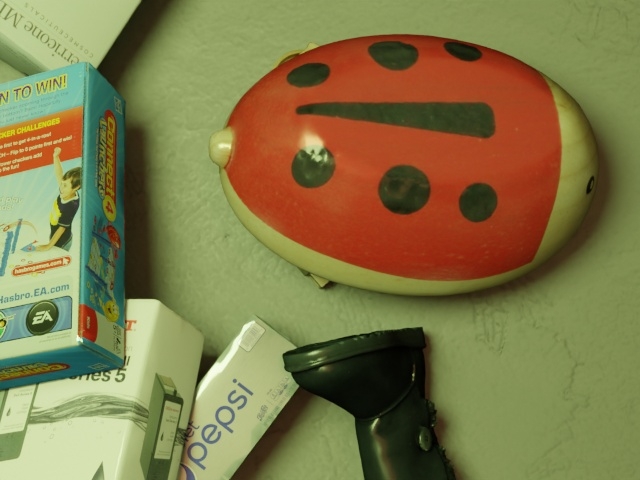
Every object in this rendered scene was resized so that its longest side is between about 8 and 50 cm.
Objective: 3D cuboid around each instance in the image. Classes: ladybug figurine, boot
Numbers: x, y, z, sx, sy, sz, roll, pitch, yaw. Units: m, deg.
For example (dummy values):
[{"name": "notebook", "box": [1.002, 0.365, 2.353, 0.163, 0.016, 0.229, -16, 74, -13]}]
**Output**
[{"name": "ladybug figurine", "box": [0.105, -0.098, 1.048, 0.449, 0.162, 0.305, -2, 71, -12]}, {"name": "boot", "box": [0.062, 0.200, 1.013, 0.094, 0.246, 0.207, -15, 81, 28]}]

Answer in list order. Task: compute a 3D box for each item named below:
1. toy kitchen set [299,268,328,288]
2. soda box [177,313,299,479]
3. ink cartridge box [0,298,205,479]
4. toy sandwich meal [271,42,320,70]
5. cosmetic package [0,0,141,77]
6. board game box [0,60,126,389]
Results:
[{"name": "toy kitchen set", "box": [0.000, 0.000, 1.104, 0.075, 0.068, 0.083, -41, 88, -8]}, {"name": "soda box", "box": [-0.126, 0.220, 1.053, 0.091, 0.098, 0.286, 37, 83, 1]}, {"name": "ink cartridge box", "box": [-0.248, 0.201, 0.970, 0.198, 0.115, 0.273, -1, 64, 22]}, {"name": "toy sandwich meal", "box": [-0.019, -0.194, 1.144, 0.085, 0.029, 0.086, 1, 83, -4]}, {"name": "cosmetic package", "box": [-0.266, -0.378, 1.041, 0.217, 0.156, 0.385, 35, 80, -39]}, {"name": "board game box", "box": [-0.352, -0.001, 0.977, 0.308, 0.086, 0.302, -11, 65, 15]}]
